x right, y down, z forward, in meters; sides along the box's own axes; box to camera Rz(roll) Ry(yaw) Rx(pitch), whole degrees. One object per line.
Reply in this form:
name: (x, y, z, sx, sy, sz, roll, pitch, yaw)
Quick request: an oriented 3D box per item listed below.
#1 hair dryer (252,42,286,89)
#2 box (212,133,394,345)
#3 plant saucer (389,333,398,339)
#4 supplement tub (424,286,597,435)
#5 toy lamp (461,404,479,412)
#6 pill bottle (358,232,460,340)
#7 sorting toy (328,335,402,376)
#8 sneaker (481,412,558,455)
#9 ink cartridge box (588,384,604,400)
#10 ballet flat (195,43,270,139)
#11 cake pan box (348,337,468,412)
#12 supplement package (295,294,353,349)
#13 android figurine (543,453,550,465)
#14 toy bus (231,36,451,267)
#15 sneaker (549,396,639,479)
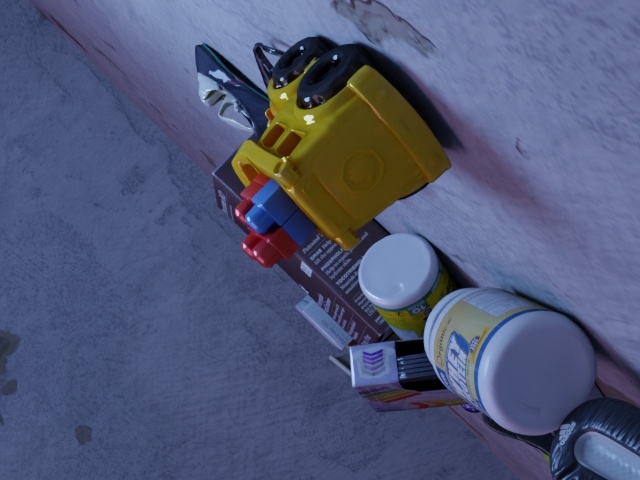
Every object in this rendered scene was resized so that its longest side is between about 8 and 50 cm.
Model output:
hair dryer: (-0.012, -0.146, 1.356, 0.223, 0.080, 0.293, 60, 167, -4)
box: (0.000, 0.000, 1.771, 0.381, 0.143, 0.191, 45, 168, 10)
plant saucer: (0.163, 0.170, 2.114, 0.188, 0.045, 0.188, 43, -158, 10)
supplement tub: (0.218, 0.136, 1.273, 0.144, 0.144, 0.199, 46, 174, -19)
toy lamp: (0.287, 0.281, 2.173, 0.080, 0.080, 0.275, 41, 172, 30)
pill bottle: (0.144, 0.086, 1.565, 0.117, 0.117, 0.208, 40, 172, 38)
sorting toy: (0.137, 0.229, 1.903, 0.347, 0.196, 0.047, -148, 49, -60)
sneaker: (0.380, 0.306, 1.727, 0.227, 0.087, 0.130, 23, -168, 19)
ink cartridge box: (0.340, 0.210, 1.452, 0.097, 0.046, 0.207, 36, 170, 46)
ballet flat: (-0.137, -0.217, 1.586, 0.203, 0.074, 0.074, 42, 174, 23)
cake pan box: (0.181, 0.196, 1.588, 0.267, 0.245, 0.070, 62, -159, -70)
supplement package: (0.057, 0.095, 1.916, 0.105, 0.179, 0.105, 44, 174, -7)
android figurine: (0.475, 0.413, 1.917, 0.248, 0.056, 0.273, 40, 172, 34)
toy bus: (-0.012, -0.075, 1.050, 0.149, 0.211, 0.220, 45, 176, -27)
sneaker: (0.468, 0.325, 1.098, 0.257, 0.169, 0.447, 30, -175, -41)
